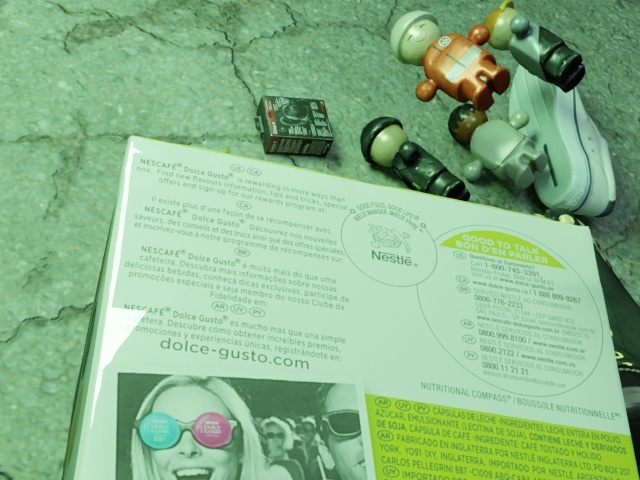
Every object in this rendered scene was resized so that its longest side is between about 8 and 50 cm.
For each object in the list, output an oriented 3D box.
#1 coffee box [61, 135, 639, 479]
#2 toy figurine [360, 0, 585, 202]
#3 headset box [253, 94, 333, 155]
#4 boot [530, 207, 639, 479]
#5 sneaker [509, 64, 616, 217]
[{"bbox_3d":[-0.010,0.180,0.719,0.338,0.337,0.334,10,52,-13],"label":"coffee box"},{"bbox_3d":[0.164,-0.154,1.132,0.210,0.213,0.148,-20,47,-36],"label":"toy figurine"},{"bbox_3d":[-0.033,-0.129,1.147,0.083,0.032,0.062,0,54,-20],"label":"headset box"},{"bbox_3d":[0.242,0.100,0.934,0.377,0.138,0.284,22,33,-52],"label":"boot"},{"bbox_3d":[0.299,-0.132,1.256,0.091,0.094,0.258,20,52,-30],"label":"sneaker"}]
